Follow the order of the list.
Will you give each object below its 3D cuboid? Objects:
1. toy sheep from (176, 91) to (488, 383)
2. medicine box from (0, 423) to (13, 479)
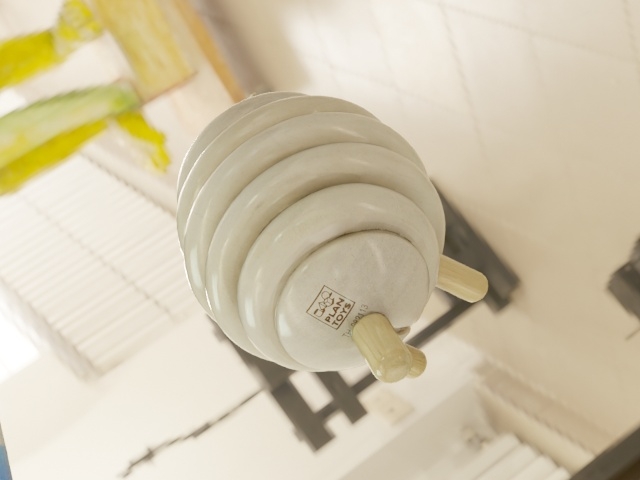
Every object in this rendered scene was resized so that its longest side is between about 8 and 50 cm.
[{"bbox_3d":[0.000,0.000,0.439,0.132,0.091,0.091,49,162,51],"label":"toy sheep"},{"bbox_3d":[-0.355,0.119,0.901,0.289,0.263,0.149,63,141,46],"label":"medicine box"}]
